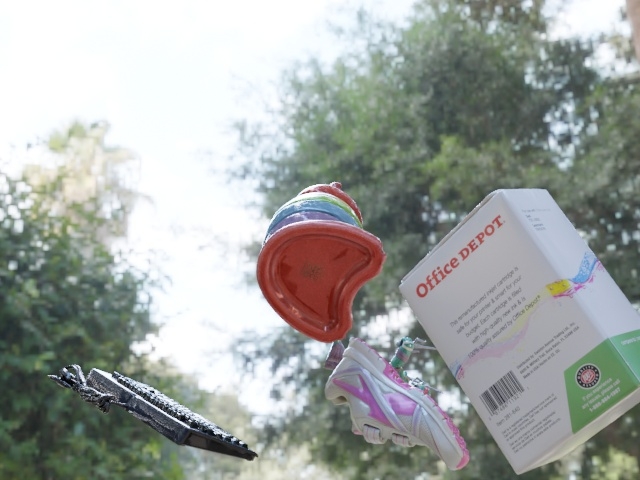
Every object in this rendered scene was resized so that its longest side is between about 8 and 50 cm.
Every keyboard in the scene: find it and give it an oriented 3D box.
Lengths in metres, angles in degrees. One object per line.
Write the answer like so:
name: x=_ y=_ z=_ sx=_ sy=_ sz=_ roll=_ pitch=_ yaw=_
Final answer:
keyboard: x=-0.227 y=0.210 z=1.380 sx=0.201 sy=0.033 sz=0.317 roll=21 pitch=-5 yaw=-33

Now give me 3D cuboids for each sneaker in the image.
sneaker: x=0.107 y=0.257 z=1.566 sx=0.111 sy=0.252 sz=0.103 roll=-49 pitch=-31 yaw=-4

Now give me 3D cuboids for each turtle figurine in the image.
turtle figurine: x=0.126 y=0.244 z=1.983 sx=0.234 sy=0.118 sz=0.175 roll=20 pitch=-36 yaw=1

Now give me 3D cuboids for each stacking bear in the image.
stacking bear: x=0.000 y=0.000 z=1.608 sx=0.164 sy=0.175 sz=0.289 roll=25 pitch=20 yaw=-4

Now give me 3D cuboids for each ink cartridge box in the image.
ink cartridge box: x=0.253 y=0.103 z=1.288 sx=0.117 sy=0.278 sz=0.201 roll=-4 pitch=-34 yaw=-49

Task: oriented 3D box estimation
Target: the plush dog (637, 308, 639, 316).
plush dog: x=0.627 y=0.092 z=1.696 sx=0.262 sy=0.225 sz=0.210 roll=14 pitch=7 yaw=9
